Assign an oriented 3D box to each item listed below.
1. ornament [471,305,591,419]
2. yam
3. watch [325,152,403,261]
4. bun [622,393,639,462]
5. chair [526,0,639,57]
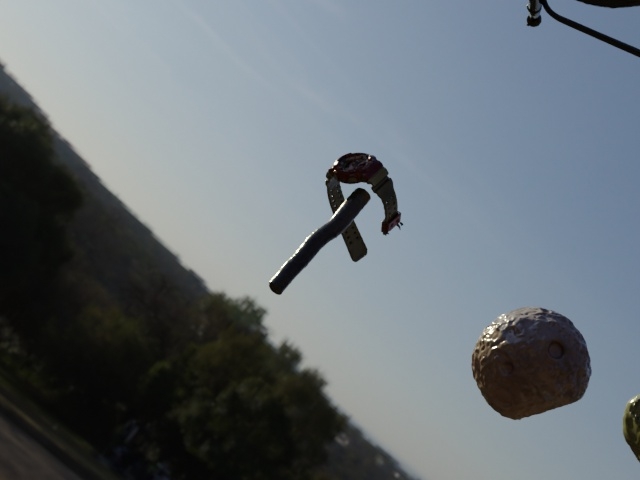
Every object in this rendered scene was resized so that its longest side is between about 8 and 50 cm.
[{"bbox_3d":[0.451,0.259,2.246,0.259,0.259,0.225,102,-30,-78],"label":"ornament"},{"bbox_3d":[0.000,0.000,2.180,0.045,0.327,0.045,-11,-61,50],"label":"yam"},{"bbox_3d":[0.101,-0.068,2.337,0.165,0.102,0.268,5,-54,43],"label":"watch"},{"bbox_3d":[0.796,0.445,2.374,0.141,0.239,0.239,-9,28,-41],"label":"bun"},{"bbox_3d":[0.506,-0.472,1.618,0.362,0.364,0.410,32,12,23],"label":"chair"}]
